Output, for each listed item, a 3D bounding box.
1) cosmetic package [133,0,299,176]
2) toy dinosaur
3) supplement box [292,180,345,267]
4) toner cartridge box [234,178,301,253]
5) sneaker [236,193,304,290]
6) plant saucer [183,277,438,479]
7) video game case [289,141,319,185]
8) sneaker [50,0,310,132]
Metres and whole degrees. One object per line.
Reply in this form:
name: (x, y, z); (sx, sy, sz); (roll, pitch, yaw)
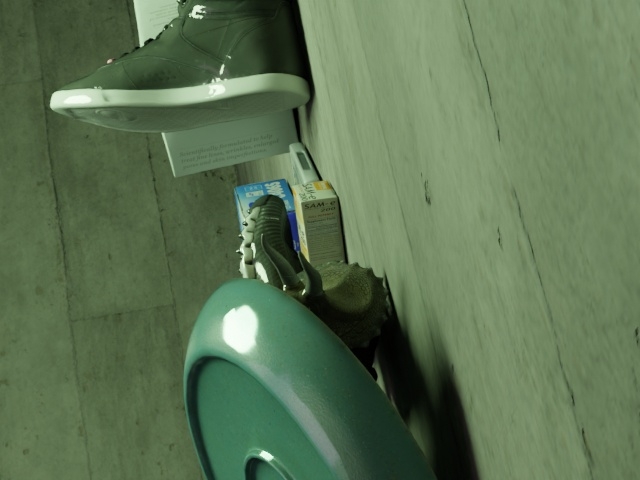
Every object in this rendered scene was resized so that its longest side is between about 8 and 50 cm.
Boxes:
cosmetic package: (-0.119, -0.195, 1.477); (0.184, 0.151, 0.151); (-105, 3, -51)
toy dinosaur: (0.005, 0.080, 1.025); (0.313, 0.121, 0.160); (-48, -27, -85)
supplement box: (0.000, 0.000, 1.203); (0.062, 0.036, 0.098); (-118, 19, -72)
toner cartridge box: (-0.050, 0.107, 1.730); (0.165, 0.075, 0.348); (-119, 21, -72)
sneaker: (-0.026, 0.058, 1.281); (0.078, 0.106, 0.234); (66, -159, -58)
plant saucer: (-0.008, 0.177, 0.855); (0.317, 0.043, 0.317); (44, 149, 36)
video game case: (-0.008, -0.011, 1.369); (0.143, 0.019, 0.157); (-112, 14, -69)
sneaker: (-0.143, -0.196, 1.309); (0.104, 0.295, 0.147); (20, -112, -61)
